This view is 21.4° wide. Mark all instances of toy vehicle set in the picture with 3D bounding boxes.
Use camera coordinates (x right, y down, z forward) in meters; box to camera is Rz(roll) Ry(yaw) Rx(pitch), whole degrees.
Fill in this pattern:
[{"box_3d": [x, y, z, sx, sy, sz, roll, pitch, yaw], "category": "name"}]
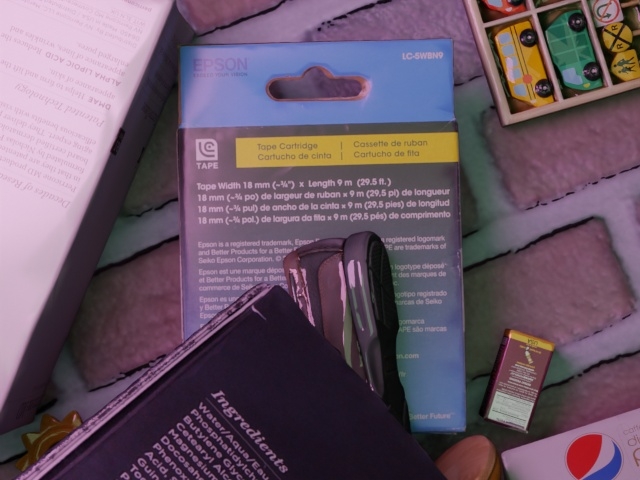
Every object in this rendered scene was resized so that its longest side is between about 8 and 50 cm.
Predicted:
[{"box_3d": [0.203, -0.250, 1.505, 0.166, 0.035, 0.267, -17, 89, -1], "category": "toy vehicle set"}]

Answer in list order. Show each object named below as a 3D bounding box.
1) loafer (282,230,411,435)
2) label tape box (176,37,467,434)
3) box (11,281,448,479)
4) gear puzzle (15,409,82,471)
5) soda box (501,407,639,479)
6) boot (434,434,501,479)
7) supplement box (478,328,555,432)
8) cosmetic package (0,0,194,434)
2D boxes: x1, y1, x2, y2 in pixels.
[{"box_3d": [0.023, 0.129, 1.375, 0.084, 0.096, 0.268, -7, 82, 19], "category": "loafer"}, {"box_3d": [0.000, 0.000, 1.463, 0.240, 0.106, 0.334, -1, 89, 0], "category": "label tape box"}, {"box_3d": [-0.189, 0.338, 1.190, 0.297, 0.472, 0.480, 48, 121, 0], "category": "box"}, {"box_3d": [-0.128, 0.274, 1.492, 0.339, 0.044, 0.175, 35, 87, 2], "category": "gear puzzle"}, {"box_3d": [0.268, 0.194, 1.464, 0.216, 0.074, 0.069, -18, 58, -1], "category": "soda box"}, {"box_3d": [0.140, 0.325, 1.442, 0.211, 0.104, 0.295, 27, 102, -15], "category": "boot"}, {"box_3d": [0.172, 0.122, 1.486, 0.043, 0.055, 0.083, 18, 89, 1], "category": "supplement box"}, {"box_3d": [-0.252, -0.040, 1.414, 0.156, 0.217, 0.385, 21, 90, 1], "category": "cosmetic package"}]
